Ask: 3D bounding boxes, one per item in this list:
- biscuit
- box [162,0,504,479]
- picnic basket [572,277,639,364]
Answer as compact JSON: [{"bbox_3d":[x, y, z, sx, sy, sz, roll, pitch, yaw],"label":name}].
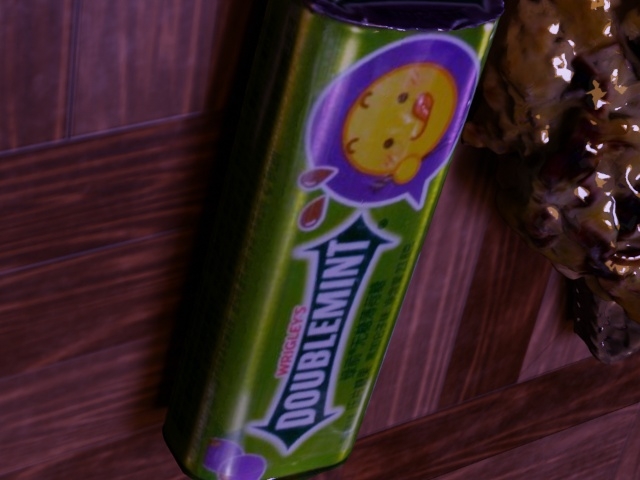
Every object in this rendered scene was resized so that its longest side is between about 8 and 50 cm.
[{"bbox_3d":[0.250,-0.060,0.979,0.334,0.081,0.289,40,119,-18],"label":"biscuit"},{"bbox_3d":[0.000,0.000,0.944,0.134,0.097,0.345,-8,130,-33],"label":"box"},{"bbox_3d":[0.278,0.013,1.224,0.193,0.055,0.110,-29,138,-16],"label":"picnic basket"}]
